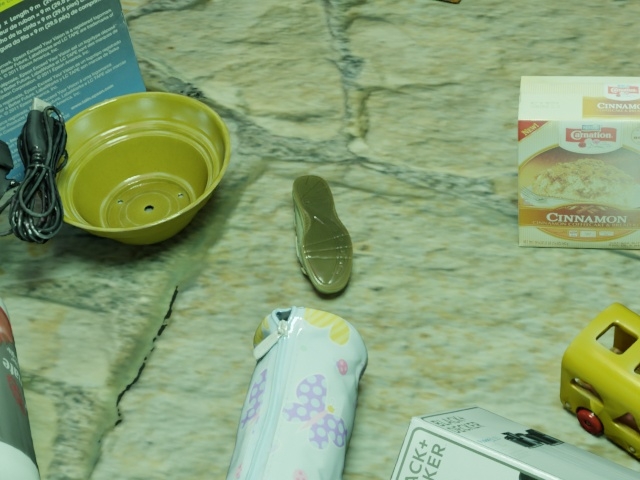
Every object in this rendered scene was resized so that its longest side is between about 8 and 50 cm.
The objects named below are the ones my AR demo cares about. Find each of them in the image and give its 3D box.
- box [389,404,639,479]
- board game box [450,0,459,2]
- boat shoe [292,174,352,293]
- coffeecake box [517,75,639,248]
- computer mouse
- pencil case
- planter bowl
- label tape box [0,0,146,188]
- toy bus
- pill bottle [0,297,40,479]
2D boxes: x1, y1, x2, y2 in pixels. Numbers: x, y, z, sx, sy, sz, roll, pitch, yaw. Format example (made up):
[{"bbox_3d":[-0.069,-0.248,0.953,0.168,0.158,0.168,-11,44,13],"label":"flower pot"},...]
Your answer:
[{"bbox_3d":[0.214,0.230,1.092,0.290,0.169,0.087,20,96,26],"label":"box"},{"bbox_3d":[0.073,-0.584,1.735,0.356,0.356,0.356,16,52,21],"label":"board game box"},{"bbox_3d":[-0.002,0.000,1.434,0.056,0.048,0.153,-7,53,-14],"label":"boat shoe"},{"bbox_3d":[0.273,-0.077,1.357,0.142,0.185,0.068,2,48,11],"label":"coffeecake box"},{"bbox_3d":[-0.403,-0.087,1.392,0.272,0.072,0.188,1,50,-7],"label":"computer mouse"},{"bbox_3d":[-0.028,0.191,1.203,0.113,0.124,0.273,2,49,10],"label":"pencil case"},{"bbox_3d":[-0.199,-0.061,1.482,0.217,0.090,0.217,-5,48,5],"label":"planter bowl"},{"bbox_3d":[-0.348,-0.236,1.499,0.240,0.334,0.106,-32,51,-19],"label":"label tape box"},{"bbox_3d":[0.314,0.144,1.205,0.202,0.104,0.191,-5,48,5],"label":"toy bus"},{"bbox_3d":[-0.351,0.192,1.216,0.176,0.176,0.318,-17,48,-6],"label":"pill bottle"}]
